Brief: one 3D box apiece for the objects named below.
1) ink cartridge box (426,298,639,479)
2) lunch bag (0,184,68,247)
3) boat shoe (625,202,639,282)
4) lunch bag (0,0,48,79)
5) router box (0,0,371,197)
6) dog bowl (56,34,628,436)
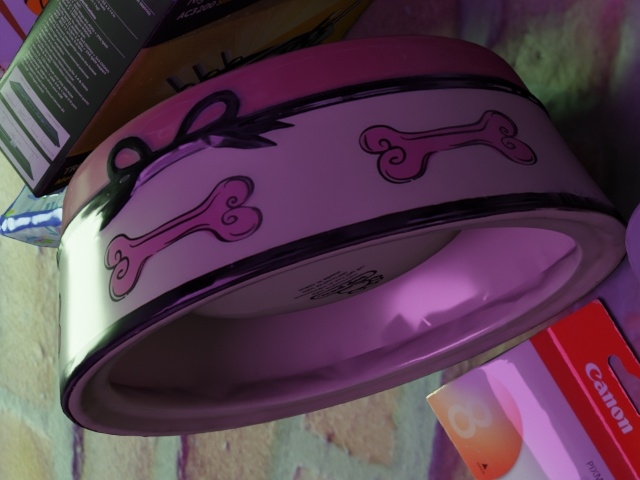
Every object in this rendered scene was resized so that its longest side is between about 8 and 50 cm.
[{"bbox_3d":[0.182,0.146,1.344,0.179,0.045,0.145,-36,83,47],"label":"ink cartridge box"},{"bbox_3d":[-0.191,-0.038,1.527,0.129,0.151,0.096,-10,101,45],"label":"lunch bag"},{"bbox_3d":[0.338,-0.035,1.083,0.306,0.105,0.113,-29,84,39],"label":"boat shoe"},{"bbox_3d":[-0.229,-0.262,1.239,0.243,0.115,0.303,36,121,-16],"label":"lunch bag"},{"bbox_3d":[-0.069,-0.172,1.247,0.081,0.309,0.243,52,135,9],"label":"router box"},{"bbox_3d":[0.000,0.000,1.221,0.408,0.408,0.150,-37,64,45],"label":"dog bowl"}]
